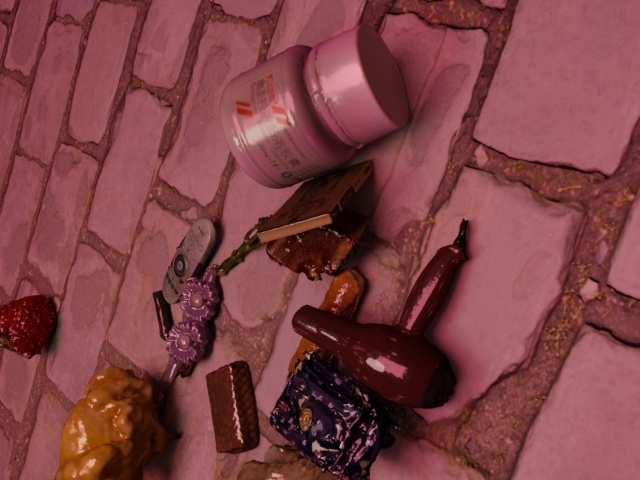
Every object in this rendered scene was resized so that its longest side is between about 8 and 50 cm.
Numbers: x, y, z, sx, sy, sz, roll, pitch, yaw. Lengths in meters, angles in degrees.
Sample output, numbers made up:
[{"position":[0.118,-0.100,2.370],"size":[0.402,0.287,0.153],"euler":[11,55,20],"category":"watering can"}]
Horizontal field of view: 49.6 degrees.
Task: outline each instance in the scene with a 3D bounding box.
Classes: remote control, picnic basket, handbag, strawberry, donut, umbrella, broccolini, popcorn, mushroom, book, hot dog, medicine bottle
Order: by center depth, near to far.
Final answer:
[{"position":[0.014,0.306,1.216],"size":[0.260,0.113,0.162],"euler":[27,88,51],"category":"handbag"},{"position":[-0.006,-0.075,1.298],"size":[0.161,0.231,0.026],"euler":[-16,112,31],"category":"book"},{"position":[-0.070,0.489,1.302],"size":[0.267,0.164,0.190],"euler":[-7,78,40],"category":"mushroom"},{"position":[-0.010,-0.251,1.306],"size":[0.302,0.241,0.241],"euler":[-20,71,28],"category":"medicine bottle"},{"position":[0.002,-0.008,1.328],"size":[0.144,0.126,0.186],"euler":[41,133,2],"category":"donut"},{"position":[0.005,0.183,1.353],"size":[0.088,0.061,0.286],"euler":[35,106,51],"category":"hot dog"},{"position":[-0.195,0.362,1.504],"size":[0.110,0.055,0.193],"euler":[-26,65,36],"category":"picnic basket"},{"position":[-0.161,0.024,1.538],"size":[0.216,0.058,0.067],"euler":[-46,22,36],"category":"broccolini"},{"position":[-0.471,0.459,1.614],"size":[0.297,0.280,0.316],"euler":[96,173,-54],"category":"popcorn"},{"position":[-0.315,0.050,1.662],"size":[0.256,0.045,0.097],"euler":[-52,53,27],"category":"remote control"},{"position":[-0.388,0.184,1.714],"size":[0.036,0.031,0.133],"euler":[-31,65,36],"category":"umbrella"},{"position":[-0.874,0.243,2.047],"size":[0.187,0.184,0.201],"euler":[-36,21,57],"category":"strawberry"}]

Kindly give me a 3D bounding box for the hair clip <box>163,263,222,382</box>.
[{"position":[-0.291,0.195,1.607],"size":[0.106,0.084,0.292],"euler":[17,90,24],"category":"hair clip"}]

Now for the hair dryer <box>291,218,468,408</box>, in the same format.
[{"position":[0.139,0.095,1.216],"size":[0.312,0.123,0.340],"euler":[28,90,30],"category":"hair dryer"}]
